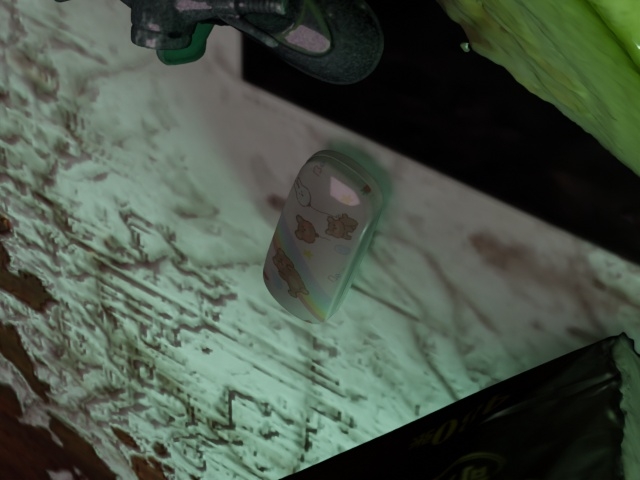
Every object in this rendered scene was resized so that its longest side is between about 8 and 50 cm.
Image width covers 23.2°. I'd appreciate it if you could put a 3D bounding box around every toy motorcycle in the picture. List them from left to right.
[{"bbox_3d":[-0.059,-0.097,0.459,0.173,0.100,0.058,36,113,7],"label":"toy motorcycle"}]

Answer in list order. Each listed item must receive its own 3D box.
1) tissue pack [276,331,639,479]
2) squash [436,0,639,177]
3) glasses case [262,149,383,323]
[{"bbox_3d":[-0.012,0.205,0.516,0.370,0.198,0.210,-26,102,18],"label":"tissue pack"},{"bbox_3d":[0.061,-0.141,0.375,0.237,0.155,0.204,39,180,7],"label":"squash"},{"bbox_3d":[0.000,0.000,0.560,0.032,0.021,0.083,39,143,12],"label":"glasses case"}]
